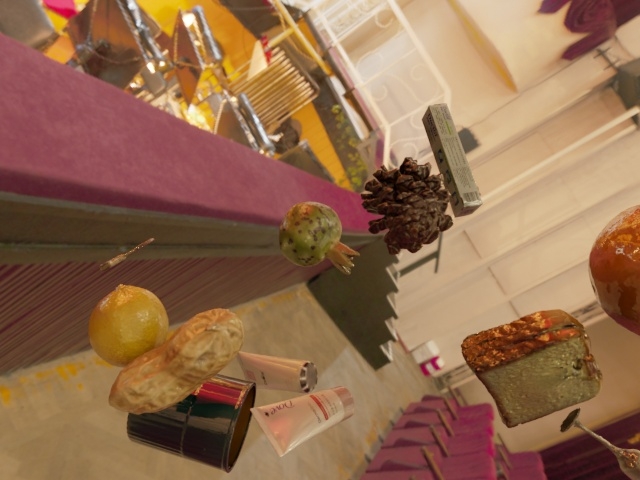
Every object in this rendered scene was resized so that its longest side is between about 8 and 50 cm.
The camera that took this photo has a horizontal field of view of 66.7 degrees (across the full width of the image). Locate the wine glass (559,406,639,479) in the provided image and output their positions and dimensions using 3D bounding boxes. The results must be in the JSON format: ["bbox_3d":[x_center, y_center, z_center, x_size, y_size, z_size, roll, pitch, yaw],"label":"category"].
[{"bbox_3d":[0.623,0.444,0.983,0.262,0.074,0.074,34,9,16],"label":"wine glass"}]

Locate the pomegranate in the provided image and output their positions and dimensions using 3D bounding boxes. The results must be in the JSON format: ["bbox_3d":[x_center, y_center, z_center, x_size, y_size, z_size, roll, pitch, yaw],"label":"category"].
[{"bbox_3d":[0.001,-0.014,1.678,0.286,0.230,0.231,16,21,-1],"label":"pomegranate"}]

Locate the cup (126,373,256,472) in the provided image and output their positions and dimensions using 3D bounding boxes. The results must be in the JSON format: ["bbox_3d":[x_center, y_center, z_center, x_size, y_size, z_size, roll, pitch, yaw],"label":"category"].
[{"bbox_3d":[-0.349,0.472,1.385,0.308,0.292,0.242,-65,166,-69],"label":"cup"}]

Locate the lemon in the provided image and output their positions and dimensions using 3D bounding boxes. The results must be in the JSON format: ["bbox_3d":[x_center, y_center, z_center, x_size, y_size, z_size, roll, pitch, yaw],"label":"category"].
[{"bbox_3d":[-0.456,0.202,1.157,0.178,0.179,0.203,-57,139,-74],"label":"lemon"}]

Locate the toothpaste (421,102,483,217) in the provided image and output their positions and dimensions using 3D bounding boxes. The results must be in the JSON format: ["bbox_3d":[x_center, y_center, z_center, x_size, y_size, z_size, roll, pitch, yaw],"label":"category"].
[{"bbox_3d":[0.382,-0.239,1.427,0.081,0.067,0.336,109,-30,-70],"label":"toothpaste"}]

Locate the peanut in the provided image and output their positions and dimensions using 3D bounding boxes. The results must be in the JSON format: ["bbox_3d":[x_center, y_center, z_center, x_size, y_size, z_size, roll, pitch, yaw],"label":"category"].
[{"bbox_3d":[-0.314,0.273,1.082,0.140,0.325,0.153,54,-19,8],"label":"peanut"}]

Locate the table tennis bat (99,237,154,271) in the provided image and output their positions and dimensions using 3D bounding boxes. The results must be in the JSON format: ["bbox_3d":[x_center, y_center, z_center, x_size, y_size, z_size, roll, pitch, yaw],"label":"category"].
[{"bbox_3d":[-0.604,0.048,1.503,0.021,0.154,0.274,58,8,-9],"label":"table tennis bat"}]

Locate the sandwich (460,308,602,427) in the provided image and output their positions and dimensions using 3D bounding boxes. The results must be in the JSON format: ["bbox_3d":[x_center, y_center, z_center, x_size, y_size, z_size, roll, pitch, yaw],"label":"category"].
[{"bbox_3d":[0.472,0.280,1.067,0.273,0.249,0.095,53,21,-33],"label":"sandwich"}]

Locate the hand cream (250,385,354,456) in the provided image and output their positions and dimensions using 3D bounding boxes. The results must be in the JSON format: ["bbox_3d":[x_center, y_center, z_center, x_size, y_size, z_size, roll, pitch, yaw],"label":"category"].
[{"bbox_3d":[-0.035,0.414,1.154,0.248,0.083,0.133,-6,35,-42],"label":"hand cream"}]

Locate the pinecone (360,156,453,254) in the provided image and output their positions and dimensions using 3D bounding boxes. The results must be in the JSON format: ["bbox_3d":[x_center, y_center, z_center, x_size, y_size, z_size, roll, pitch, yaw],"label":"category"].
[{"bbox_3d":[0.206,-0.092,1.176,0.203,0.228,0.201,-12,41,-37],"label":"pinecone"}]

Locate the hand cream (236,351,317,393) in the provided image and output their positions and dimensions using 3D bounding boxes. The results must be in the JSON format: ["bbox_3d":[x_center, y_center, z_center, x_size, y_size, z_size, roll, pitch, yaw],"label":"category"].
[{"bbox_3d":[-0.180,0.519,1.896,0.118,0.359,0.185,-42,119,-50],"label":"hand cream"}]

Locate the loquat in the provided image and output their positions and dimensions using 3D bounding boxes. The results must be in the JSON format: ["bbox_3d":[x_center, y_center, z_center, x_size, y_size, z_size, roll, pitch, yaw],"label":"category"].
[{"bbox_3d":[0.754,0.066,1.042,0.328,0.329,0.328,53,16,-22],"label":"loquat"}]
